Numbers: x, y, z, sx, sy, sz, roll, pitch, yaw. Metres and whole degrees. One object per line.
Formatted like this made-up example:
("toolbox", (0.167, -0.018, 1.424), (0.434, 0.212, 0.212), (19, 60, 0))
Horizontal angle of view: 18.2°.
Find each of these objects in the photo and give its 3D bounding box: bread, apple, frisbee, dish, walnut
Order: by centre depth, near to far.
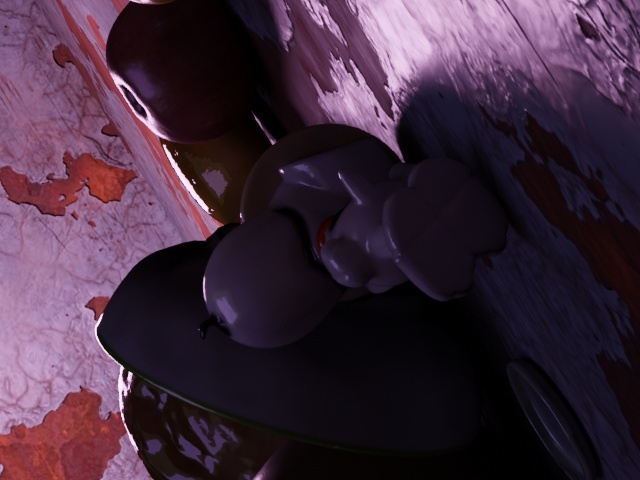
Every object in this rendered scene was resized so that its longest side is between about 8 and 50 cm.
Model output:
("frisbee", (0.172, 0.135, 1.481), (0.110, 0.014, 0.110), (57, 173, 11))
("dish", (-0.011, 0.056, 1.617), (0.324, 0.324, 0.124), (-139, 63, -66))
("apple", (-0.130, -0.163, 1.852), (0.153, 0.120, 0.153), (56, 171, 14))
("bread", (-0.107, -0.100, 1.990), (0.217, 0.098, 0.147), (62, 179, 36))
("walnut", (-0.057, 0.165, 2.065), (0.344, 0.306, 0.306), (43, 164, 39))

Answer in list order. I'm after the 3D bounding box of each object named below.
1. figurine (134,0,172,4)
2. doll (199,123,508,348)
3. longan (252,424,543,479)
("figurine", (-0.133, -0.272, 1.467), (0.246, 0.131, 0.156), (66, -156, -49))
("doll", (0.039, -0.008, 1.393), (0.271, 0.208, 0.144), (-24, 111, 46))
("longan", (0.064, 0.286, 1.685), (0.319, 0.319, 0.319), (57, 172, 13))
